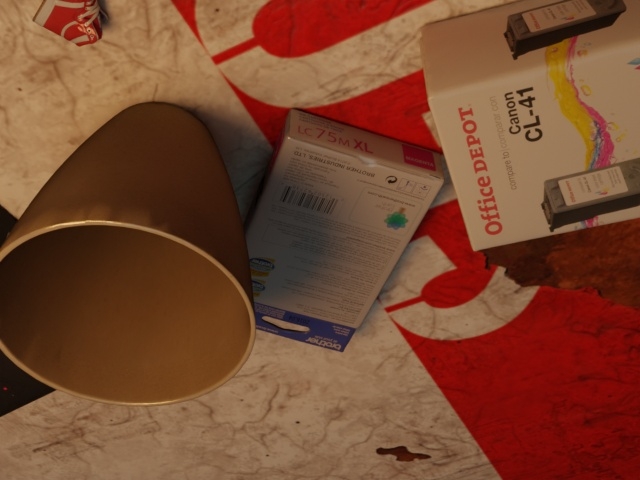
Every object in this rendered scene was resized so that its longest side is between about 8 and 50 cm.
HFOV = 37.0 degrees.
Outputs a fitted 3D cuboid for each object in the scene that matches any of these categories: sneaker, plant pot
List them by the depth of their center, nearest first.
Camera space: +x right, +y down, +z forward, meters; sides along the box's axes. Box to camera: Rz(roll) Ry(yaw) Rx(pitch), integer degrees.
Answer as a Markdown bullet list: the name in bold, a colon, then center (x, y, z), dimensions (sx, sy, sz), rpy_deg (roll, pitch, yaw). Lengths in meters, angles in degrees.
- **sneaker**: center (-0.230, -0.240, 0.944), dimensions (0.067, 0.042, 0.118), rpy_deg (33, 133, -20)
- **plant pot**: center (-0.185, -0.013, 0.995), dimensions (0.256, 0.274, 0.257), rpy_deg (1, 132, 1)

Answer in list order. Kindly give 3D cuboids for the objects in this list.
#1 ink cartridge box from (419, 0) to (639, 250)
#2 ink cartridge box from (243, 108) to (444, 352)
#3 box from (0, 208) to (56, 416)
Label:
- **ink cartridge box**: center (0.275, -0.132, 0.971), dimensions (0.306, 0.131, 0.226), rpy_deg (-14, 131, 12)
- **ink cartridge box**: center (0.000, 0.000, 1.147), dimensions (0.185, 0.065, 0.311), rpy_deg (15, 129, -12)
- **box**: center (-0.422, 0.072, 1.170), dimensions (0.165, 0.143, 0.270), rpy_deg (-26, 127, 24)
